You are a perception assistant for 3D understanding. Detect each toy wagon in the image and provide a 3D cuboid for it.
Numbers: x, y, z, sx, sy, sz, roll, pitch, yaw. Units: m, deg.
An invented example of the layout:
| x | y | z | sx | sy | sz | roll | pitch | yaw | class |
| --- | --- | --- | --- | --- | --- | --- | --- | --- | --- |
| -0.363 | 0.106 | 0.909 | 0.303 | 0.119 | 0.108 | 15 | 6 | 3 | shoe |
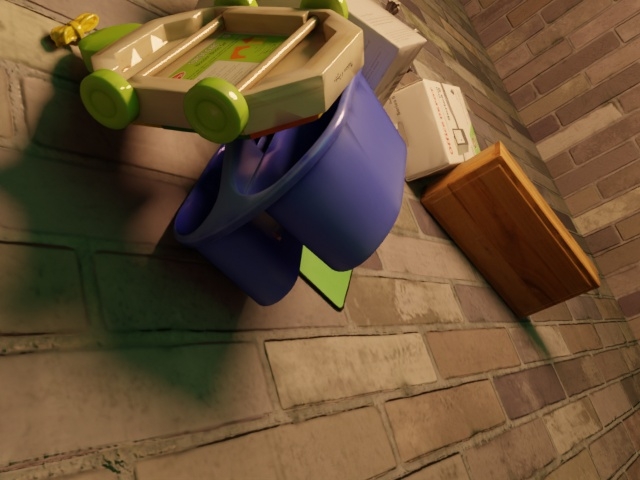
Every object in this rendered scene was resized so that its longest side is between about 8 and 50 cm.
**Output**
| x | y | z | sx | sy | sz | roll | pitch | yaw | class |
| --- | --- | --- | --- | --- | --- | --- | --- | --- | --- |
| -0.132 | -0.200 | 0.601 | 0.267 | 0.344 | 0.068 | -58 | 150 | -43 | toy wagon |

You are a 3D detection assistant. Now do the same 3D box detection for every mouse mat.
| x | y | z | sx | sy | sz | roll | pitch | yaw | class |
| --- | --- | --- | --- | --- | --- | --- | --- | --- | --- |
| 0.000 | 0.000 | 0.853 | 0.152 | 0.007 | 0.189 | 45 | 35 | -20 | mouse mat |

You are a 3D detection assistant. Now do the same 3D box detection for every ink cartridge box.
| x | y | z | sx | sy | sz | roll | pitch | yaw | class |
| --- | --- | --- | --- | --- | --- | --- | --- | --- | --- |
| 0.268 | -0.257 | 1.310 | 0.273 | 0.115 | 0.198 | -19 | 91 | -58 | ink cartridge box |

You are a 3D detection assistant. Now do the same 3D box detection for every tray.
| x | y | z | sx | sy | sz | roll | pitch | yaw | class |
| --- | --- | --- | --- | --- | --- | --- | --- | --- | --- |
| 0.434 | -0.008 | 1.272 | 0.411 | 0.203 | 0.076 | 46 | 35 | -19 | tray |

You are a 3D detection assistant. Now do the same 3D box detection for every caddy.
| x | y | z | sx | sy | sz | roll | pitch | yaw | class |
| --- | --- | --- | --- | --- | --- | --- | --- | --- | --- |
| -0.038 | -0.092 | 0.660 | 0.179 | 0.241 | 0.341 | 48 | 32 | -25 | caddy |

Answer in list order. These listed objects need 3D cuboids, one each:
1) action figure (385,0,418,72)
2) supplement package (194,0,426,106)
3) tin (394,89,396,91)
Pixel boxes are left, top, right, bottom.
| x | y | z | sx | sy | sz | roll | pitch | yaw | class |
| --- | --- | --- | --- | --- | --- | --- | --- | --- | --- |
| 0.174 | -0.520 | 1.415 | 0.276 | 0.141 | 0.164 | 0 | 52 | -53 | action figure |
| -0.020 | -0.309 | 0.848 | 0.293 | 0.177 | 0.175 | 38 | 32 | 4 | supplement package |
| 0.121 | -0.365 | 1.305 | 0.190 | 0.040 | 0.106 | 22 | 51 | -45 | tin |
